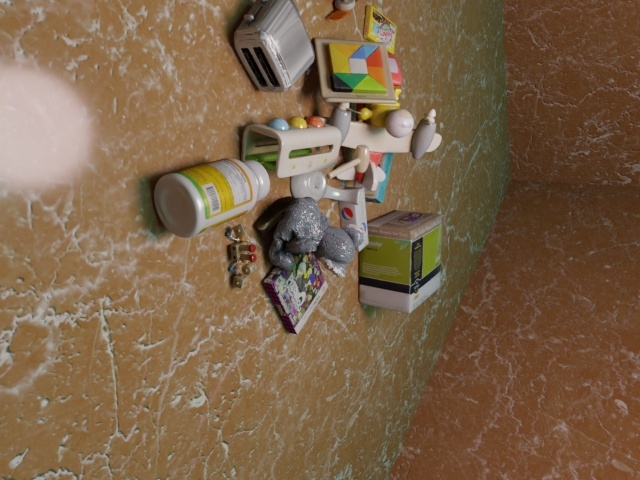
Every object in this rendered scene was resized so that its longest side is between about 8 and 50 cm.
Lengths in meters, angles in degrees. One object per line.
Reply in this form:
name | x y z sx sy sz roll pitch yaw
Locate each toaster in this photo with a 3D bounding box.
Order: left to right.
toaster | -0.110 -0.468 1.151 0.146 0.129 0.227 -59 143 -24

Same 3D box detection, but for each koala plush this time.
koala plush | 0.000 0.000 1.281 0.196 0.221 0.203 -55 170 -34

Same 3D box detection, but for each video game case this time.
video game case | -0.069 0.134 1.426 0.210 0.042 0.232 -55 139 -37

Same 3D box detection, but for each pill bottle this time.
pill bottle | -0.228 -0.106 1.040 0.246 0.137 0.136 -31 122 -51

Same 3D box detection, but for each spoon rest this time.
spoon rest | 0.007 -0.163 1.462 0.277 0.084 0.137 13 85 -44

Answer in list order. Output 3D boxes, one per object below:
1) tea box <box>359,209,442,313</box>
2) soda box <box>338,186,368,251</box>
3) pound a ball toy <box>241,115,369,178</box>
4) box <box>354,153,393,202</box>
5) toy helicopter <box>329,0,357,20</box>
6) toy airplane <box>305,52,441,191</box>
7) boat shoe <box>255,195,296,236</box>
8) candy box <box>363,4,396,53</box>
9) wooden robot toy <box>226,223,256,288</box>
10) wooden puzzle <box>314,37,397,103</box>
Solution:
tea box | 0.323 0.068 1.851 0.329 0.220 0.323 -21 116 -54
soda box | 0.116 -0.075 1.639 0.074 0.069 0.216 -35 126 -48
pound a ball toy | -0.022 -0.252 1.239 0.319 0.208 0.135 -23 129 -52
box | 0.195 -0.261 1.689 0.060 0.101 0.244 25 76 -58
toy helicopter | 0.126 -0.788 1.420 0.355 0.140 0.234 -17 134 -43
toy airplane | 0.185 -0.343 1.480 0.386 0.272 0.384 -45 117 -13
boat shoe | -0.121 -0.068 1.296 0.152 0.056 0.049 -42 136 -32
candy box | 0.215 -0.749 1.676 0.206 0.027 0.105 -4 104 -56
wooden robot toy | -0.187 0.032 1.202 0.079 0.076 0.173 -34 125 -62
wooden puzzle | 0.101 -0.495 1.349 0.044 0.221 0.238 117 -32 -64
